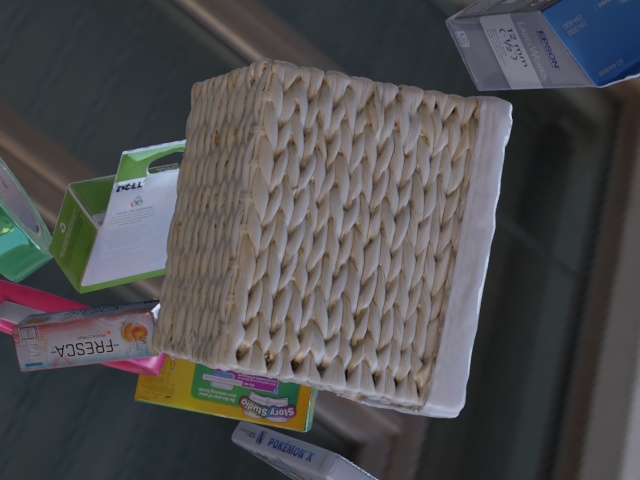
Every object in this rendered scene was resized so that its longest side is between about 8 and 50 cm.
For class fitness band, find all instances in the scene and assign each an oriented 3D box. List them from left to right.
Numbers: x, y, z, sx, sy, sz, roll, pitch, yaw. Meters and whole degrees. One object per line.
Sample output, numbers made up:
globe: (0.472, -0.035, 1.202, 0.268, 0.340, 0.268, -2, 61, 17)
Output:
fitness band: (-0.348, 0.116, 2.377, 0.209, 0.291, 0.054, 124, -15, -79)

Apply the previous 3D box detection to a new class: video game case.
video game case: (0.074, 0.339, 2.240, 0.036, 0.329, 0.300, -60, -157, -11)

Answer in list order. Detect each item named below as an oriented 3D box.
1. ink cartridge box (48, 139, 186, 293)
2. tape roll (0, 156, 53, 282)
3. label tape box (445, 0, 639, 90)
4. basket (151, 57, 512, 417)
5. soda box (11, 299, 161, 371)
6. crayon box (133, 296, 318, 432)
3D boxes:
ink cartridge box: (-0.246, -0.064, 2.414, 0.097, 0.189, 0.255, 49, -45, 31)
tape roll: (-0.545, -0.083, 2.807, 0.077, 0.321, 0.321, -35, -158, 0)
label tape box: (0.344, -0.281, 2.098, 0.249, 0.115, 0.347, -31, -166, -19)
basket: (0.000, 0.000, 1.829, 0.328, 0.266, 0.331, 179, -80, -72)
soda box: (-0.275, 0.115, 2.125, 0.183, 0.058, 0.063, -7, -168, 15)
crayon box: (-0.139, 0.193, 2.752, 0.081, 0.278, 0.165, 19, 81, -85)
